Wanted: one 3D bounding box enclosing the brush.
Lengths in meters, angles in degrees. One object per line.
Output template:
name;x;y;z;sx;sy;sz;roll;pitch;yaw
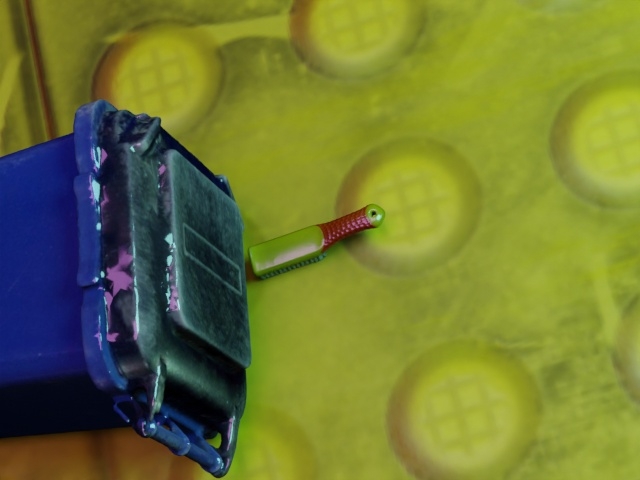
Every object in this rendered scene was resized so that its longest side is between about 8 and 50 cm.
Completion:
brush;0.000;0.000;1.041;0.083;0.021;0.019;-22;64;12

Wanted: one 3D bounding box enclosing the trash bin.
trash bin;-0.165;0.045;0.999;0.234;0.162;0.184;-11;67;16
